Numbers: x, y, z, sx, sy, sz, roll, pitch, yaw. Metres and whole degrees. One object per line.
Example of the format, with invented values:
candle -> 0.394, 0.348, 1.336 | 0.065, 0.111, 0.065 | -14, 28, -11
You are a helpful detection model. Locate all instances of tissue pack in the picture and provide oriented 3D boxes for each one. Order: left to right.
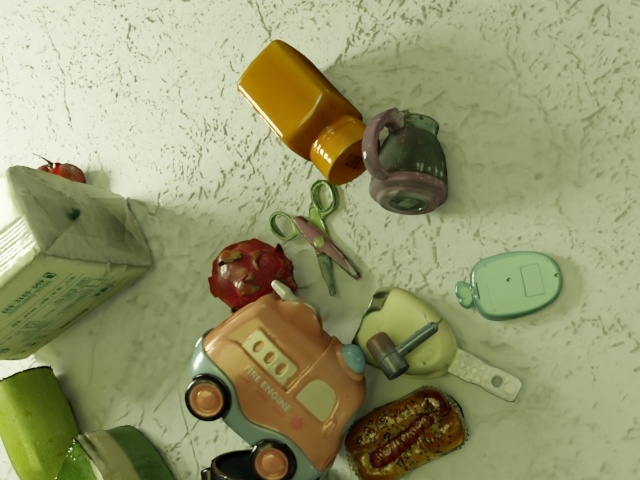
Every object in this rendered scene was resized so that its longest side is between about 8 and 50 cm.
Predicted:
tissue pack -> -0.543, 0.059, 1.265 | 0.380, 0.297, 0.207 | -34, 71, 17

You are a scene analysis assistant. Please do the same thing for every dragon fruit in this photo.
dragon fruit -> -0.119, 0.058, 1.139 | 0.166, 0.133, 0.136 | 18, 82, 39

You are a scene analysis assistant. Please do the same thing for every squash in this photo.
squash -> -0.518, 0.367, 1.296 | 0.132, 0.132, 0.247 | -38, 68, 17

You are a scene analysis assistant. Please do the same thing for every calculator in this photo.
calculator -> 0.267, 0.065, 1.001 | 0.153, 0.021, 0.095 | -14, 76, 21

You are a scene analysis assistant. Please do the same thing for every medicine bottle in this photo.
medicine bottle -> -0.012, -0.198, 1.111 | 0.112, 0.149, 0.222 | -46, 66, 15

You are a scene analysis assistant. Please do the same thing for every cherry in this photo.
cherry -> -0.524, -0.105, 1.396 | 0.106, 0.087, 0.126 | 29, 114, 21

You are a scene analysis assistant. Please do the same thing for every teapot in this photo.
teapot -> 0.121, -0.123, 1.047 | 0.148, 0.116, 0.146 | 12, 70, -13

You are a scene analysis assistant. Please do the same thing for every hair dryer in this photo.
hair dryer -> 0.126, 0.141, 0.997 | 0.114, 0.037, 0.063 | -37, 65, 6

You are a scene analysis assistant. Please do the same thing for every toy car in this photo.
toy car -> -0.047, 0.202, 1.024 | 0.270, 0.180, 0.212 | 44, 101, 2

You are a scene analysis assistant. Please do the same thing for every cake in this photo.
cake -> -0.372, 0.487, 1.187 | 0.172, 0.158, 0.284 | 30, 97, 26

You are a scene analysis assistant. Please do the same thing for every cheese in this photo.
cheese -> 0.171, 0.164, 1.018 | 0.251, 0.054, 0.127 | 25, 93, 27

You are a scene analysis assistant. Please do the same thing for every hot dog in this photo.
hot dog -> 0.121, 0.285, 1.023 | 0.191, 0.059, 0.108 | -33, 74, 17

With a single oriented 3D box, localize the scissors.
scissors -> 0.000, 0.000, 1.148 | 0.133, 0.020, 0.187 | -35, 67, 14

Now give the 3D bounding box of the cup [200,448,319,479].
cup -> -0.098, 0.425, 1.088 | 0.166, 0.239, 0.177 | 4, 90, -14
